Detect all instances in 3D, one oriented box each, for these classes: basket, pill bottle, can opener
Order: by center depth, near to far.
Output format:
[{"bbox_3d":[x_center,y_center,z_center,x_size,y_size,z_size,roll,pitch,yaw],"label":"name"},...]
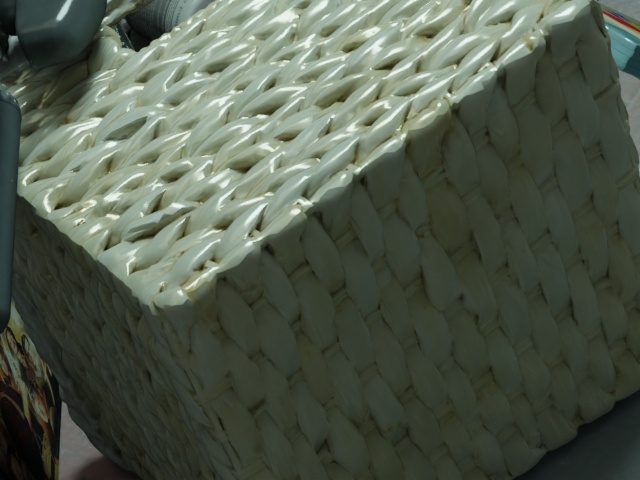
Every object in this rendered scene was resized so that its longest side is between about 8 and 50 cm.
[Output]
[{"bbox_3d":[-0.170,-0.073,0.987,0.093,0.074,0.280,-10,48,13],"label":"can opener"},{"bbox_3d":[0.000,0.000,1.139,0.328,0.331,0.266,-36,46,-16],"label":"basket"},{"bbox_3d":[-0.123,-0.203,1.631,0.078,0.078,0.137,-37,41,-20],"label":"pill bottle"}]

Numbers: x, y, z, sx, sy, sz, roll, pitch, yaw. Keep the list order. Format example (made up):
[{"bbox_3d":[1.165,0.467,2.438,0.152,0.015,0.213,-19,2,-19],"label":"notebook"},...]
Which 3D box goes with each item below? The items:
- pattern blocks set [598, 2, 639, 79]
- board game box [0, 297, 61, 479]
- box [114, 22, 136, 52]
[{"bbox_3d":[0.228,-0.111,1.219,0.285,0.324,0.026,43,109,49],"label":"pattern blocks set"},{"bbox_3d":[-0.221,0.081,1.265,0.042,0.165,0.243,-15,39,7],"label":"board game box"},{"bbox_3d":[-0.229,-0.104,1.590,0.184,0.045,0.191,-27,39,-5],"label":"box"}]
